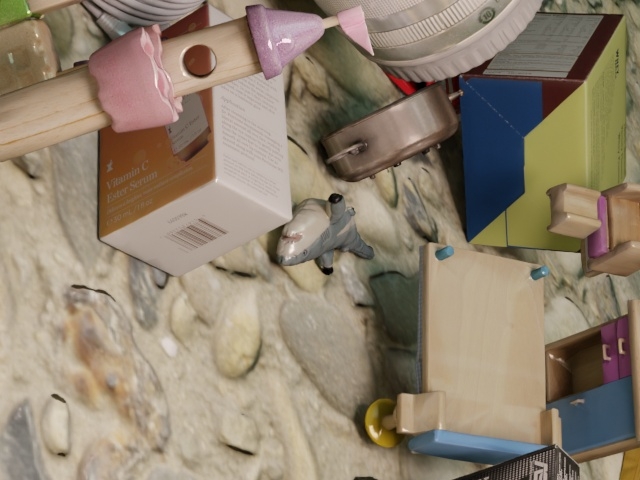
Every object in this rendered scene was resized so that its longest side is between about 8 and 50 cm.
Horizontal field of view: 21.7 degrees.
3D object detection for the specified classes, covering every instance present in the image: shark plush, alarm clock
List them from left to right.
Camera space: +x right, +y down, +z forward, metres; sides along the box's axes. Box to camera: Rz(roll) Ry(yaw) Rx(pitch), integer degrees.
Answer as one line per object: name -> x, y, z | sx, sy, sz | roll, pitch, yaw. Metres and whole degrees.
shark plush -> 0.000, 0.000, 1.543 | 0.161, 0.073, 0.067 | 28, 64, -72
alarm clock -> 0.060, -0.097, 1.594 | 0.192, 0.129, 0.064 | -25, 91, -57

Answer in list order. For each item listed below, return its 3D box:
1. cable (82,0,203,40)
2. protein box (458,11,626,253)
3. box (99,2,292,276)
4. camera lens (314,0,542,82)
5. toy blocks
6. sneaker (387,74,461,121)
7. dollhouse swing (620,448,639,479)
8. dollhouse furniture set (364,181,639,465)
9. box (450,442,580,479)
cable -> -0.174, -0.313, 1.442 | 0.257, 0.089, 0.257 | 43, 38, -30
protein box -> 0.245, -0.122, 1.803 | 0.201, 0.136, 0.200 | -52, 142, -55
box -> -0.103, -0.079, 1.345 | 0.091, 0.130, 0.171 | 28, 46, -43
camera lens -> 0.066, -0.307, 1.532 | 0.274, 0.219, 0.219 | 48, 34, -39
toy blocks -> -0.129, -0.227, 1.187 | 0.309, 0.260, 0.289 | -99, 170, -85
sneaker -> 0.114, -0.246, 1.819 | 0.128, 0.087, 0.221 | 13, 57, -53
dollhouse swing -> 0.561, 0.314, 1.875 | 0.347, 0.305, 0.315 | 52, 34, -21
dollhouse furniture set -> 0.160, 0.085, 1.603 | 0.303, 0.198, 0.286 | 10, 69, -28
box -> 0.127, 0.279, 1.380 | 0.045, 0.184, 0.191 | 42, 40, -30
